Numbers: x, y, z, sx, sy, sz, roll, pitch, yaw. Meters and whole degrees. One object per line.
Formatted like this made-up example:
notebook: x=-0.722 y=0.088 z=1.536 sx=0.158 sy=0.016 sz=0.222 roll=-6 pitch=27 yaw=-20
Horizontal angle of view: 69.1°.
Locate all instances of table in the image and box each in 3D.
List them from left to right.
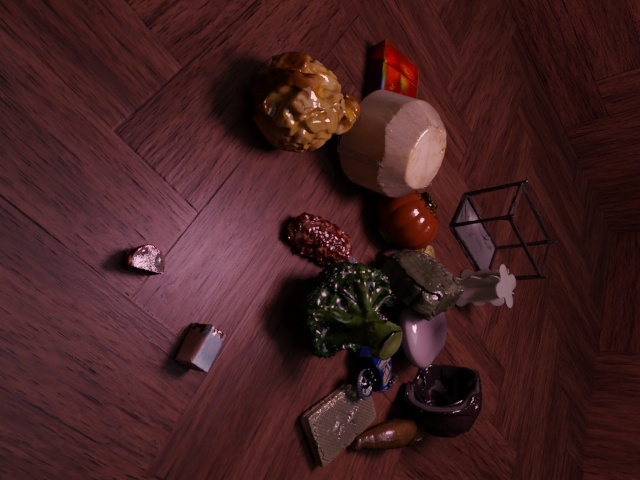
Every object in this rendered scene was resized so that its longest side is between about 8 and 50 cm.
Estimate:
table: x=0.615 y=0.179 z=1.774 sx=0.167 sy=0.198 sz=0.166 roll=8 pitch=78 yaw=-43
table: x=0.745 y=-0.026 z=1.883 sx=0.335 sy=0.272 sz=0.222 roll=52 pitch=53 yaw=-25

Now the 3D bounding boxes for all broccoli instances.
broccoli: x=0.091 y=0.200 z=1.220 sx=0.298 sy=0.297 sz=0.297 roll=-25 pitch=131 yaw=-33

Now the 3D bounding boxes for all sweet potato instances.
sweet potato: x=0.210 y=0.590 z=1.392 sx=0.286 sy=0.085 sz=0.112 roll=4 pitch=125 yaw=-42

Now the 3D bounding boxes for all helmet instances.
helmet: x=0.399 y=0.534 z=1.495 sx=0.305 sy=0.225 sz=0.177 roll=-28 pitch=115 yaw=-50

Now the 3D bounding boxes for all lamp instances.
lamp: x=0.281 y=-0.074 z=1.501 sx=0.223 sy=0.196 sz=0.223 roll=47 pitch=15 yaw=-17

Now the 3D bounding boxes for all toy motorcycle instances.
toy motorcycle: x=0.174 y=0.341 z=1.394 sx=0.169 sy=0.113 sz=0.315 roll=54 pitch=42 yaw=-37

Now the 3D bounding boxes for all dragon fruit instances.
dragon fruit: x=-0.366 y=0.037 z=0.961 sx=0.083 sy=0.056 sz=0.060 roll=20 pitch=71 yaw=-44

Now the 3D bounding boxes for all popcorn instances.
popcorn: x=-0.043 y=-0.362 z=1.228 sx=0.332 sy=0.225 sz=0.265 roll=-11 pitch=65 yaw=-43

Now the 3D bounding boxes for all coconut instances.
coconut: x=0.208 y=-0.292 z=1.399 sx=0.323 sy=0.323 sz=0.322 roll=9 pitch=77 yaw=-43

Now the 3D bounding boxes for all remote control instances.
remote control: x=0.343 y=0.287 z=1.535 sx=0.332 sy=0.104 sz=0.221 roll=-17 pitch=95 yaw=-58

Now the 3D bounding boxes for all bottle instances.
bottle: x=0.252 y=0.042 z=1.551 sx=0.140 sy=0.053 sz=0.053 roll=-28 pitch=102 yaw=-43

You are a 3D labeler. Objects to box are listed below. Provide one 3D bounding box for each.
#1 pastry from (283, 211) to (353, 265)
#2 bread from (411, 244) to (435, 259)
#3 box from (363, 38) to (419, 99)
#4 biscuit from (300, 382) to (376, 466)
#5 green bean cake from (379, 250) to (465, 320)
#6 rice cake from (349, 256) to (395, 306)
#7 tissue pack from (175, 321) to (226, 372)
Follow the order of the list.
pastry: x=0.000 y=-0.002 z=1.294 sx=0.208 sy=0.097 sz=0.115 roll=34 pitch=51 yaw=-33
bread: x=0.360 y=0.081 z=1.642 sx=0.117 sy=0.064 sz=0.156 roll=13 pitch=73 yaw=-46
box: x=0.248 y=-0.506 z=1.619 sx=0.197 sy=0.089 sz=0.313 roll=20 pitch=69 yaw=-39
biscuit: x=0.061 y=0.493 z=1.293 sx=0.252 sy=0.052 sz=0.150 roll=-21 pitch=98 yaw=-45
green bean cake: x=0.315 y=0.134 z=1.448 sx=0.227 sy=0.125 sz=0.222 roll=-4 pitch=43 yaw=-47
rice cake: x=0.142 y=0.120 z=1.413 sx=0.040 sy=0.085 sz=0.226 roll=-45 pitch=118 yaw=1
tissue pack: x=-0.262 y=0.234 z=1.016 sx=0.059 sy=0.074 sz=0.094 roll=48 pitch=52 yaw=-36
